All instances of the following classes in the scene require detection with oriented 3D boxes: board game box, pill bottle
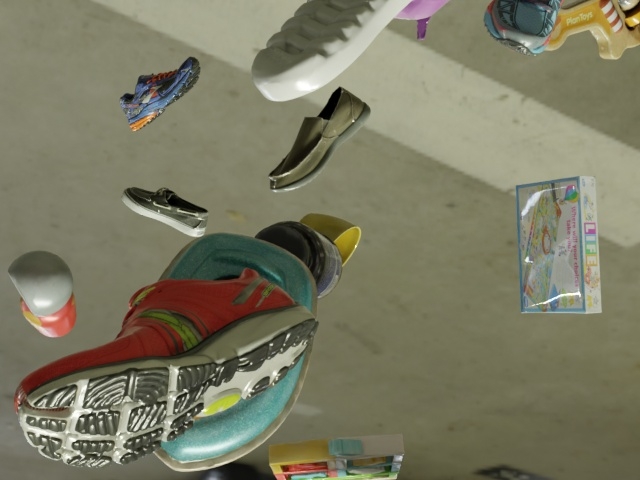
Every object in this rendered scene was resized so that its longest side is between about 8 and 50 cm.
[{"bbox_3d":[0.274,0.007,1.147,0.026,0.154,0.103,0,177,-32],"label":"board game box"},{"bbox_3d":[-0.042,0.034,1.593,0.123,0.123,0.219,2,174,12],"label":"pill bottle"}]

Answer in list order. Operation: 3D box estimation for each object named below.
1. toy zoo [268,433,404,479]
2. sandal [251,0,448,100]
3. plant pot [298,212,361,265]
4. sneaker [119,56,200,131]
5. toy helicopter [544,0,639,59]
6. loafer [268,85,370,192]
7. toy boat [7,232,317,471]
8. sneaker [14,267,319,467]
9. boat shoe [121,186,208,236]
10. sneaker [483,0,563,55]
[{"bbox_3d":[0.025,0.328,1.478,0.192,0.030,0.293,-5,158,1],"label":"toy zoo"},{"bbox_3d":[0.083,-0.282,1.194,0.169,0.416,0.102,22,147,52],"label":"sandal"},{"bbox_3d":[0.000,0.000,1.929,0.095,0.134,0.134,39,161,20],"label":"plant pot"},{"bbox_3d":[-0.336,-0.312,2.040,0.221,0.083,0.087,-34,100,27],"label":"sneaker"},{"bbox_3d":[0.515,-0.447,1.845,0.355,0.235,0.140,-23,-157,-30],"label":"toy helicopter"},{"bbox_3d":[-0.016,-0.191,1.843,0.087,0.251,0.094,51,160,-26],"label":"loafer"},{"bbox_3d":[-0.167,0.093,1.037,0.318,0.267,0.148,14,155,0],"label":"toy boat"},{"bbox_3d":[-0.130,0.090,0.797,0.279,0.118,0.107,-15,138,-46],"label":"sneaker"},{"bbox_3d":[-0.355,-0.085,2.286,0.219,0.078,0.070,23,117,11],"label":"boat shoe"},{"bbox_3d":[0.317,-0.380,1.445,0.104,0.262,0.125,24,143,3],"label":"sneaker"}]
